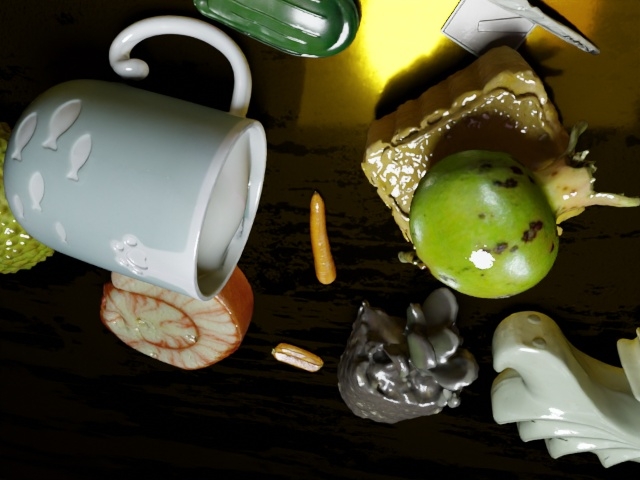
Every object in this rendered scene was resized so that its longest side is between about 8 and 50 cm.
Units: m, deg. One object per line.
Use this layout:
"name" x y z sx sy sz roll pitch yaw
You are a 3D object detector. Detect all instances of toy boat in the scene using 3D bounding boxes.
"toy boat" -0.055 -0.284 0.540 0.210 0.052 0.104 21 130 -4

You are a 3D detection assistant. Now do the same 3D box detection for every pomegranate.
"pomegranate" 0.191 -0.031 0.471 0.220 0.156 0.156 -28 125 -7

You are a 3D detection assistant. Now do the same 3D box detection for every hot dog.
"hot dog" -0.050 0.261 1.027 0.122 0.037 0.049 23 121 -12

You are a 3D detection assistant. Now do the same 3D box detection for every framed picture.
"framed picture" 0.194 -0.247 0.528 0.089 0.007 0.066 27 132 -9

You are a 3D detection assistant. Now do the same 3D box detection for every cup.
"cup" -0.232 -0.124 0.625 0.274 0.259 0.357 16 102 3

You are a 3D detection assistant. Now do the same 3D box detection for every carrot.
"carrot" 0.000 0.000 0.781 0.037 0.037 0.190 2 129 15

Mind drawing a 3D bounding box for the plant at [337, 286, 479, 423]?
"plant" 0.142 0.207 0.814 0.188 0.199 0.276 20 139 -7

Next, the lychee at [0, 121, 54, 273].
"lychee" -0.574 -0.076 0.736 0.269 0.270 0.320 0 161 16

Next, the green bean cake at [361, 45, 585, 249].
"green bean cake" 0.189 -0.093 0.582 0.229 0.131 0.224 -24 122 28

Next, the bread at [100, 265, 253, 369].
"bread" -0.291 0.136 0.934 0.295 0.114 0.328 30 131 -12

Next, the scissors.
"scissors" 0.182 -0.247 0.465 0.299 0.109 0.022 15 103 -23

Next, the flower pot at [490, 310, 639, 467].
"flower pot" 0.477 0.257 0.781 0.367 0.165 0.254 4 125 13
